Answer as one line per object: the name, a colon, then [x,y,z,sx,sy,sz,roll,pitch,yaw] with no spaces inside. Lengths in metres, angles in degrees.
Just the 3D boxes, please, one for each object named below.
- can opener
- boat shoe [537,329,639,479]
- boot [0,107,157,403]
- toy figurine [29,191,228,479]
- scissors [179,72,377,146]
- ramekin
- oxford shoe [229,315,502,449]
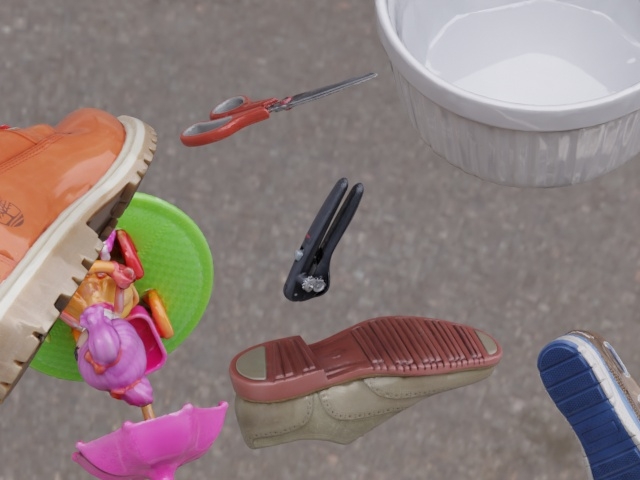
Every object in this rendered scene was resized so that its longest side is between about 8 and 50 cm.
can opener: [0.000,0.000,2.037,0.059,0.186,0.073,6,30,-37]
boat shoe: [0.234,0.148,1.180,0.066,0.066,0.183,-23,88,-48]
boot: [-0.103,-0.018,0.490,0.084,0.059,0.158,31,21,-5]
toy figurine: [-0.106,0.051,0.824,0.130,0.173,0.159,-24,37,-5]
scissors: [-0.059,-0.160,1.954,0.297,0.021,0.109,-3,31,46]
ramekin: [0.139,-0.130,1.011,0.207,0.109,0.207,-2,56,3]
oxford shoe: [0.058,0.182,1.970,0.348,0.130,0.123,-6,28,-9]
